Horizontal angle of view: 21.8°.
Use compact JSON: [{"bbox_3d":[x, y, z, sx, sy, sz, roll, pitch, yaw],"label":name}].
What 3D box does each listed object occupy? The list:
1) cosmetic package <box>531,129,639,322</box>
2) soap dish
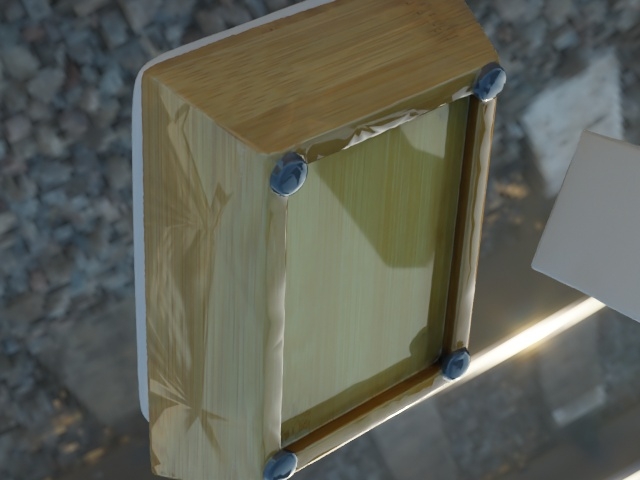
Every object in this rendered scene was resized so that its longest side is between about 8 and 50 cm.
[{"bbox_3d":[0.384,0.027,1.481,0.217,0.385,0.156,18,95,-23],"label":"cosmetic package"},{"bbox_3d":[0.000,0.000,1.022,0.229,0.118,0.291,-25,132,-35],"label":"soap dish"}]
